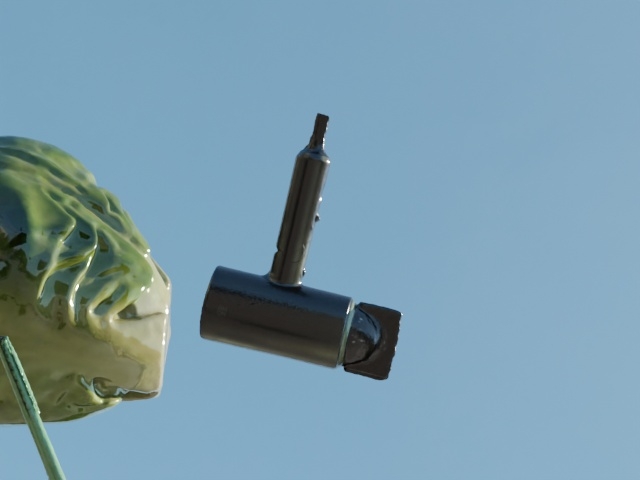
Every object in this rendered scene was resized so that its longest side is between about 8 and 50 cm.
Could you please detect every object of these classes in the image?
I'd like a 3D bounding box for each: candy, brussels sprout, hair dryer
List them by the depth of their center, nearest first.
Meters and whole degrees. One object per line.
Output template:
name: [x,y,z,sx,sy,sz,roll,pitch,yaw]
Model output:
candy: [-0.207,0.225,1.518,0.093,0.092,0.336,98,-30,-66]
hair dryer: [0.000,0.000,1.855,0.195,0.248,0.078,12,3,5]
brussels sprout: [-0.320,0.058,2.000,0.354,0.289,0.281,21,-58,-6]
